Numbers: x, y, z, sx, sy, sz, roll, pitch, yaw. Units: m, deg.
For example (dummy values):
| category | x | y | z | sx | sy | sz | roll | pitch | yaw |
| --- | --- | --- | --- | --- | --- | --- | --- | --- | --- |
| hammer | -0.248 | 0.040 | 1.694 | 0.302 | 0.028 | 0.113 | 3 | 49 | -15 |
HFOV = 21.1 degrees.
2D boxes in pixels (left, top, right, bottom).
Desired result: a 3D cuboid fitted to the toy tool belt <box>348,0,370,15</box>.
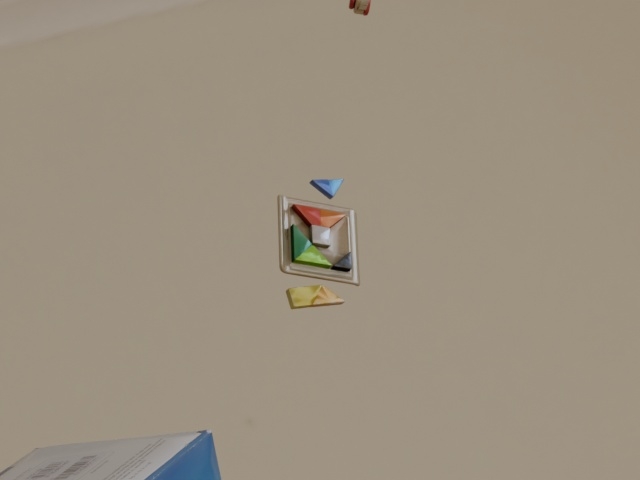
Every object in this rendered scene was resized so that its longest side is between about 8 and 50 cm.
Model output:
| category | x | y | z | sx | sy | sz | roll | pitch | yaw |
| --- | --- | --- | --- | --- | --- | --- | --- | --- | --- |
| toy tool belt | 0.020 | -0.233 | 1.452 | 0.051 | 0.083 | 0.052 | 7 | -8 | -5 |

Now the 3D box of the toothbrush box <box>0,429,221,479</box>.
| category | x | y | z | sx | sy | sz | roll | pitch | yaw |
| --- | --- | --- | --- | --- | --- | --- | --- | --- | --- |
| toothbrush box | -0.124 | 0.280 | 0.957 | 0.126 | 0.295 | 0.216 | -9 | 10 | 20 |

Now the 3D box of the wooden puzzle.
| category | x | y | z | sx | sy | sz | roll | pitch | yaw |
| --- | --- | --- | --- | --- | --- | --- | --- | --- | --- |
| wooden puzzle | 0.000 | 0.000 | 1.330 | 0.079 | 0.116 | 0.014 | 6 | -29 | -29 |
